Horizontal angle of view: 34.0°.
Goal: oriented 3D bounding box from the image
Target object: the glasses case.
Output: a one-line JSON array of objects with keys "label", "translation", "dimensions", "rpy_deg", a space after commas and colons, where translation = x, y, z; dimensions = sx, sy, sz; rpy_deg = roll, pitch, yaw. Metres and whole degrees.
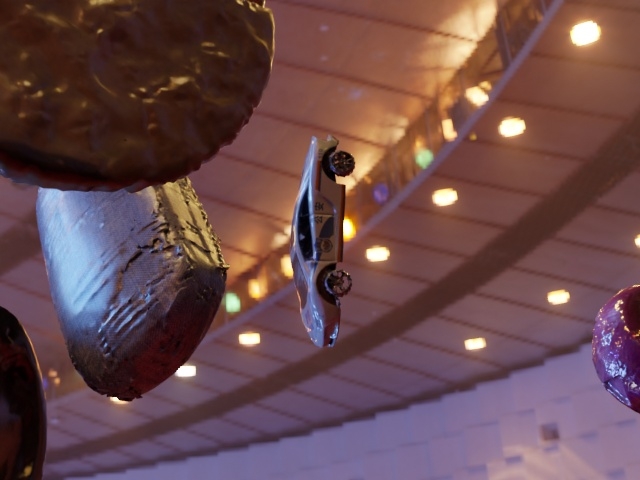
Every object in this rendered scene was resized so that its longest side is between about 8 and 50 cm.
[{"label": "glasses case", "translation": [-0.132, -0.008, 0.689], "dimensions": [0.109, 0.282, 0.067], "rpy_deg": [-46, -55, 10]}]

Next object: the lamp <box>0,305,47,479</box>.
[{"label": "lamp", "translation": [-0.288, 0.113, 0.607], "dimensions": [0.247, 0.247, 0.247], "rpy_deg": [-4, -30, -2]}]

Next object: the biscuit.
[{"label": "biscuit", "translation": [-0.123, -0.083, 0.470], "dimensions": [0.250, 0.133, 0.032], "rpy_deg": [9, -27, -35]}]

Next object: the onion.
[{"label": "onion", "translation": [0.404, 0.125, 1.212], "dimensions": [0.177, 0.177, 0.153], "rpy_deg": [4, -27, -15]}]

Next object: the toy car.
[{"label": "toy car", "translation": [0.000, 0.000, 0.991], "dimensions": [0.056, 0.205, 0.095], "rpy_deg": [5, -18, -6]}]

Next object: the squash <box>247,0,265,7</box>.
[{"label": "squash", "translation": [-0.093, -0.329, 1.269], "dimensions": [0.069, 0.239, 0.069], "rpy_deg": [7, -29, 4]}]
